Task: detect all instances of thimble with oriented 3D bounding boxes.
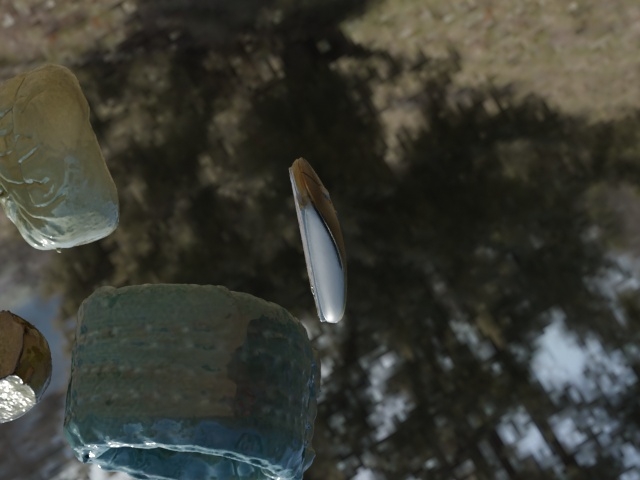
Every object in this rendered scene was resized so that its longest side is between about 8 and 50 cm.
[{"bbox_3d":[-0.102,0.130,1.359,0.235,0.143,0.198,14,160,-28],"label":"thimble"}]

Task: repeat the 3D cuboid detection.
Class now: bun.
[{"bbox_3d":[-0.338,-0.094,1.935,0.145,0.229,0.229,-16,178,-12],"label":"bun"}]

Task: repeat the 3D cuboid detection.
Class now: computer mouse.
[{"bbox_3d":[0.002,0.000,1.719,0.044,0.199,0.102,-12,-140,-4],"label":"computer mouse"}]

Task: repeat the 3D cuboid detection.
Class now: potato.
[{"bbox_3d":[-0.341,0.144,1.671,0.172,0.089,0.101,-24,-135,32],"label":"potato"}]
